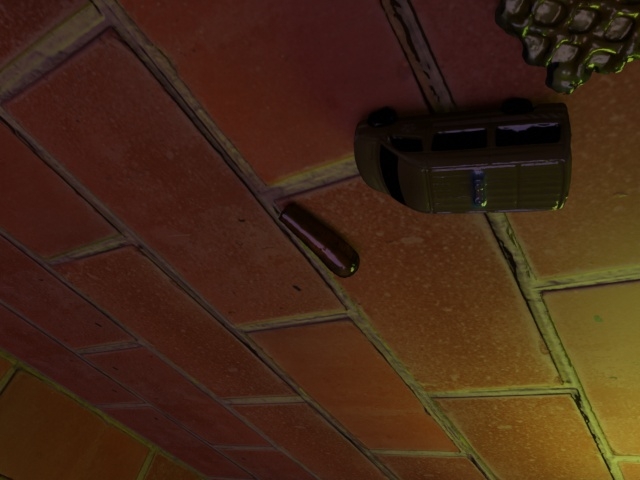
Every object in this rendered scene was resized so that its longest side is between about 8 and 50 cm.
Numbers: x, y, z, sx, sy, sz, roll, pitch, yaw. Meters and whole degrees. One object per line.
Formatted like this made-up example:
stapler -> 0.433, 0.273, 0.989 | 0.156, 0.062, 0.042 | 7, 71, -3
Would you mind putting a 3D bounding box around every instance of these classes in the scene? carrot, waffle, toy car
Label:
carrot -> 0.000, 0.000, 0.824 | 0.161, 0.055, 0.055 | 43, 134, -16
waffle -> 0.264, -0.253, 0.439 | 0.224, 0.054, 0.204 | -20, 127, 34
toy car -> 0.161, -0.094, 0.599 | 0.257, 0.124, 0.101 | -1, 135, 20
